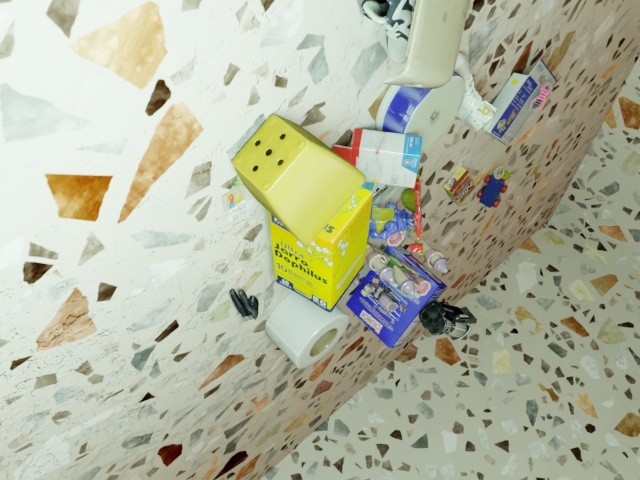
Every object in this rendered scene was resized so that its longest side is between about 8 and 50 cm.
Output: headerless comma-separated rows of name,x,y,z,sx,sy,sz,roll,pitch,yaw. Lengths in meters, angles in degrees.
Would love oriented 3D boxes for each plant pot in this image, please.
plant pot,-0.068,-0.154,1.346,0.212,0.212,0.187,-49,143,2

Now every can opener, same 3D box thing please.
can opener,-0.226,0.184,1.753,0.059,0.073,0.186,-9,152,10

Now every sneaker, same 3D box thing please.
sneaker,0.832,-0.538,2.257,0.057,0.047,0.119,-26,149,-59
sneaker,0.459,-0.435,1.804,0.108,0.169,0.292,-45,154,-1
sneaker,0.146,-0.483,1.321,0.153,0.094,0.235,-32,151,-28

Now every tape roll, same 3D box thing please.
tape roll,-0.045,0.292,2.050,0.246,0.169,0.246,-38,154,-22

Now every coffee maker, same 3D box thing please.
coffee maker,0.452,0.289,2.258,0.178,0.171,0.120,20,103,-45

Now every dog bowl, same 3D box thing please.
dog bowl,0.282,-0.372,1.686,0.265,0.104,0.265,-37,153,-23

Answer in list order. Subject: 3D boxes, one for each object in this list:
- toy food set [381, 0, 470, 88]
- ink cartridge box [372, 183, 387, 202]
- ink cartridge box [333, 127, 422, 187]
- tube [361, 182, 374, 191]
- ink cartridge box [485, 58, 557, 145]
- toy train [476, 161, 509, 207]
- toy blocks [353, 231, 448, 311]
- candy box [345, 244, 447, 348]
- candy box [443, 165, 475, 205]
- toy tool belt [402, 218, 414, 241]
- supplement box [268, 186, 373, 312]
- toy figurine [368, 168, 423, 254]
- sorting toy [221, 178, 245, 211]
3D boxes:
toy food set,0.223,-0.479,1.275,0.219,0.092,0.306,-13,117,-53
ink cartridge box,0.115,-0.126,1.843,0.207,0.046,0.097,-44,153,-7
ink cartridge box,0.151,-0.226,1.631,0.134,0.230,0.078,91,10,-56
tube,0.117,-0.110,1.768,0.080,0.052,0.207,-33,148,-55
ink cartridge box,0.741,-0.519,2.260,0.303,0.072,0.307,4,121,-59
toy train,0.804,-0.276,2.682,0.143,0.105,0.248,-40,156,-41
toy blocks,0.271,0.134,2.112,0.288,0.260,0.309,25,109,-35
candy box,0.293,0.217,2.366,0.317,0.268,0.122,-55,151,15
candy box,0.563,-0.217,2.424,0.109,0.053,0.186,-51,156,4
toy tool belt,0.352,-0.040,2.341,0.083,0.051,0.052,-55,154,15
supplement box,0.000,0.000,1.621,0.195,0.194,0.357,-52,159,-29
toy figurine,0.221,-0.105,1.961,0.363,0.217,0.191,-79,163,-54
sorting toy,-0.202,-0.106,1.402,0.062,0.012,0.083,-35,153,-25
